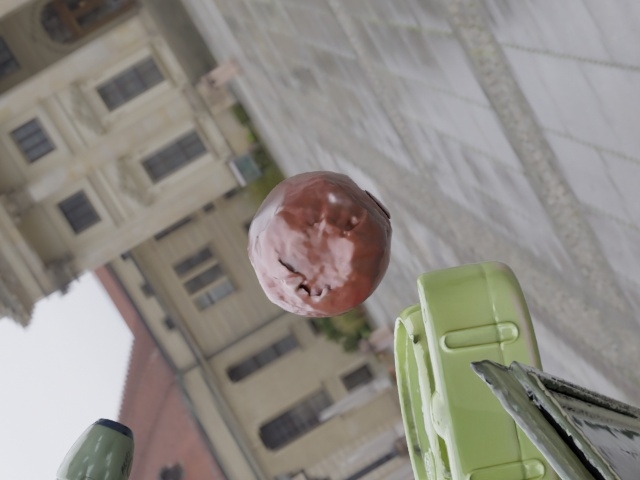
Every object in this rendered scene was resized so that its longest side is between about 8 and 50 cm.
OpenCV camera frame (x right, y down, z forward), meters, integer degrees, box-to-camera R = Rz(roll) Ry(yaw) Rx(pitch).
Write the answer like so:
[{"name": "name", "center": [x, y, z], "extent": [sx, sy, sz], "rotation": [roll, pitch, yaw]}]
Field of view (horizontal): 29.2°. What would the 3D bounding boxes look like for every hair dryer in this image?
[{"name": "hair dryer", "center": [-0.197, 0.278, 1.127], "extent": [0.067, 0.167, 0.199], "rotation": [11, 143, 34]}]

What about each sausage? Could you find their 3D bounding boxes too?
[{"name": "sausage", "center": [0.000, 0.000, 1.299], "extent": [0.152, 0.152, 0.279], "rotation": [59, 180, -7]}]

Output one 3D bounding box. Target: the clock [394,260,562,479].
[{"name": "clock", "center": [0.091, 0.112, 0.788], "extent": [0.232, 0.069, 0.170], "rotation": [105, 155, -79]}]

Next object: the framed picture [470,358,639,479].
[{"name": "framed picture", "center": [0.184, 0.150, 0.528], "extent": [0.231, 0.018, 0.293], "rotation": [52, -167, 24]}]
